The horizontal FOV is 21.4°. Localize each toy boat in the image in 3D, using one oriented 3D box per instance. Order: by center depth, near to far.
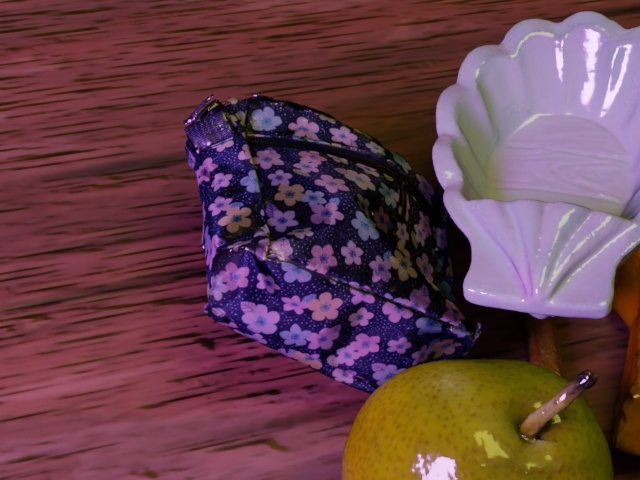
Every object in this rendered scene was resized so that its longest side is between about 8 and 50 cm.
[{"bbox_3d":[0.181,-0.046,1.262,0.199,0.100,0.290,5,48,17],"label":"toy boat"}]

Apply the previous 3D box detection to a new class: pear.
[{"bbox_3d":[0.111,0.146,1.100,0.180,0.216,0.166,13,55,-14],"label":"pear"}]

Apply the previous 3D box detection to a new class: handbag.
[{"bbox_3d":[0.000,0.000,1.225,0.229,0.127,0.208,22,34,-26],"label":"handbag"}]

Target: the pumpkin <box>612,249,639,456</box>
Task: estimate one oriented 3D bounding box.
[{"bbox_3d":[0.323,0.054,1.297,0.258,0.095,0.290,3,45,-3],"label":"pumpkin"}]

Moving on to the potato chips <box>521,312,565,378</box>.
[{"bbox_3d":[0.175,0.088,1.281,0.026,0.037,0.204,10,46,-22],"label":"potato chips"}]
